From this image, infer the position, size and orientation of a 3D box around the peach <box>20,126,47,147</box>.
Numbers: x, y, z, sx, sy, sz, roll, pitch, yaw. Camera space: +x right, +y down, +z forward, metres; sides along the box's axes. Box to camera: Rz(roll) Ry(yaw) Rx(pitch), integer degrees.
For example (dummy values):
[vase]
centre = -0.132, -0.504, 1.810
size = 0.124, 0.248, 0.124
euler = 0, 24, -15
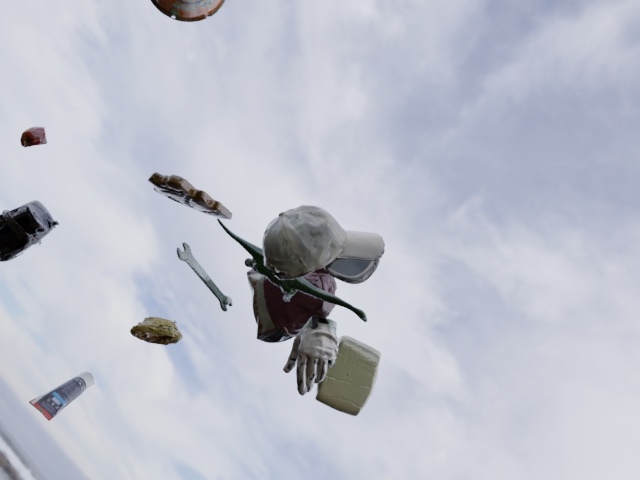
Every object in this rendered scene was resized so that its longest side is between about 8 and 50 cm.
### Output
[peach]
centre = -0.744, -0.273, 1.651
size = 0.078, 0.083, 0.050
euler = -2, -76, 17

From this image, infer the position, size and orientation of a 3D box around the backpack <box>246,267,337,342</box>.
[backpack]
centre = -0.085, 0.174, 2.097
size = 0.317, 0.197, 0.283
euler = -24, -108, 31

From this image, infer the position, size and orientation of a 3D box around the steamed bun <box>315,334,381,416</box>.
[steamed bun]
centre = 0.091, 0.462, 2.181
size = 0.200, 0.250, 0.155
euler = 22, -4, -1

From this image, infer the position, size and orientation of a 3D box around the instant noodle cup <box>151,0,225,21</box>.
[instant noodle cup]
centre = -0.354, -0.717, 1.652
size = 0.230, 0.230, 0.182
euler = 54, -8, -4

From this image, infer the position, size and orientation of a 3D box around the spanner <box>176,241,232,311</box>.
[spanner]
centre = -0.385, 0.127, 2.109
size = 0.018, 0.071, 0.301
euler = -16, -57, 27

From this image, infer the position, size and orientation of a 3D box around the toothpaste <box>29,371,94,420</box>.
[toothpaste]
centre = -0.670, 0.400, 1.645
size = 0.071, 0.193, 0.045
euler = 40, -69, 3

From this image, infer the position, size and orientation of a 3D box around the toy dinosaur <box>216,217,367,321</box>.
[toy dinosaur]
centre = -0.094, 0.079, 1.627
size = 0.447, 0.087, 0.301
euler = 39, -13, -6

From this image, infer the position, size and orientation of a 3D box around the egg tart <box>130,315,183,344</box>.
[egg tart]
centre = -0.388, 0.216, 1.510
size = 0.131, 0.052, 0.130
euler = 4, -25, 2

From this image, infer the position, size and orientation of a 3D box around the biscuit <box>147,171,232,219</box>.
[biscuit]
centre = -0.424, -0.137, 2.072
size = 0.302, 0.043, 0.278
euler = 27, -14, -18

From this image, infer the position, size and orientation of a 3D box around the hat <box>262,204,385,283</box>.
[hat]
centre = 0.008, 0.003, 1.379
size = 0.232, 0.275, 0.160
euler = -147, -122, -63

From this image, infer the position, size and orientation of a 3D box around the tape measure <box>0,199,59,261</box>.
[tape measure]
centre = -0.863, -0.026, 1.796
size = 0.135, 0.202, 0.223
euler = 59, -6, -15

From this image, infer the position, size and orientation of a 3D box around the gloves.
[gloves]
centre = -0.022, 0.322, 1.743
size = 0.128, 0.212, 0.111
euler = 19, -20, -15
